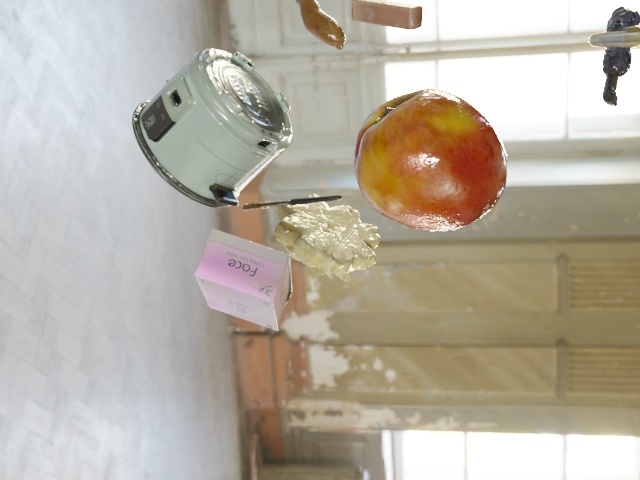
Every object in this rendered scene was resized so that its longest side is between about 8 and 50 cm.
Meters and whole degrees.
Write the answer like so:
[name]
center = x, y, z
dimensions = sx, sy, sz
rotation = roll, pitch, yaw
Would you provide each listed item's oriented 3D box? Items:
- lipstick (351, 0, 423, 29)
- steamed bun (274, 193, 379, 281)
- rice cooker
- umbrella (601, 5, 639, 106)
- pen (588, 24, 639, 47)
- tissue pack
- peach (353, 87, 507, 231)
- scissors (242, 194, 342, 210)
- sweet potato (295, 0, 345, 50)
[lipstick]
center = 0.129, -0.442, 1.563
dimensions = 0.045, 0.145, 0.045
rotation = -27, 126, -40
[steamed bun]
center = 0.000, 0.000, 2.141
dimensions = 0.292, 0.295, 0.137
rotation = 57, -42, 38
[rice cooker]
center = -0.193, -0.191, 1.403
dimensions = 0.241, 0.227, 0.280
rotation = 10, 48, -54
[umbrella]
center = 0.599, -0.377, 1.625
dimensions = 0.071, 0.071, 0.248
rotation = 71, 38, -60
[pen]
center = 0.562, -0.384, 1.510
dimensions = 0.233, 0.032, 0.040
rotation = -118, -161, -75
[tissue pack]
center = -0.135, 0.077, 1.438
dimensions = 0.246, 0.149, 0.092
rotation = 92, 18, -72
[peach]
center = 0.199, -0.139, 1.470
dimensions = 0.238, 0.281, 0.281
rotation = -83, 169, -69
[scissors]
center = -0.058, -0.082, 1.721
dimensions = 0.088, 0.220, 0.017
rotation = -8, 93, -71
[sweet potato]
center = -0.013, -0.444, 1.582
dimensions = 0.195, 0.056, 0.056
rotation = 55, -1, 19
